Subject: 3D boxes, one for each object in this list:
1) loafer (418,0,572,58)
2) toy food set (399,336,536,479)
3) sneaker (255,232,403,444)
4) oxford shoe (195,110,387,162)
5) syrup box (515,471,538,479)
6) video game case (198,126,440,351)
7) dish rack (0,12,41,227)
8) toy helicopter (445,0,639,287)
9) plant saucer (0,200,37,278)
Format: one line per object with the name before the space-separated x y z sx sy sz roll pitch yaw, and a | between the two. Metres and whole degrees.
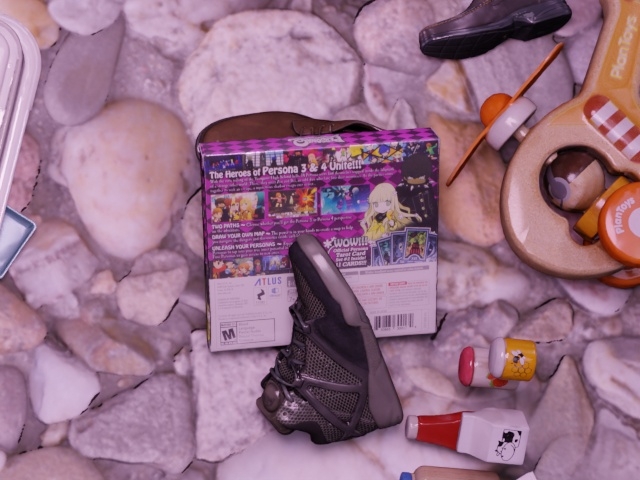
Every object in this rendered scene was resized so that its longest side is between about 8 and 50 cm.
loafer | 0.174 -0.233 1.844 0.170 0.062 0.061 -16 74 -20
toy food set | 0.134 0.192 1.724 0.104 0.111 0.232 6 111 -7
sneaker | -0.011 0.106 1.704 0.130 0.087 0.227 -23 123 -6
oxford shoe | -0.010 -0.095 1.771 0.227 0.096 0.083 2 81 -6
syrup box | 0.130 0.330 1.668 0.237 0.096 0.093 -33 113 8
video game case | 0.000 0.000 1.732 0.232 0.042 0.210 -5 114 -9
dish rack | -0.436 -0.092 1.705 0.285 0.072 0.333 13 79 -6
toy helicopter | 0.271 -0.136 1.800 0.235 0.140 0.355 16 79 4
plant saucer | -0.376 -0.039 1.747 0.192 0.018 0.067 33 77 -2
